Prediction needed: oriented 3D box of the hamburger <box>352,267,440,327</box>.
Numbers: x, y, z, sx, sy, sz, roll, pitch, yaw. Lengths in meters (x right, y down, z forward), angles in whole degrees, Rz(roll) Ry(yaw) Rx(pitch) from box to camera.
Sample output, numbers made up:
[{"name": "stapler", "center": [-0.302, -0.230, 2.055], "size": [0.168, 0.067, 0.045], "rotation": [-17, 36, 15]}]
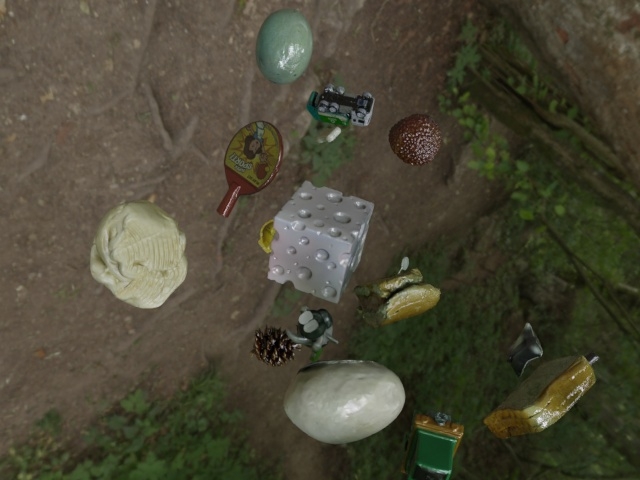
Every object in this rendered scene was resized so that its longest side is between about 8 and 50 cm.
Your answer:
[{"name": "hamburger", "center": [0.223, 0.159, 1.469], "size": [0.211, 0.132, 0.309], "rotation": [-14, 173, -13]}]

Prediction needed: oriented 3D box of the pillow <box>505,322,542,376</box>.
[{"name": "pillow", "center": [0.524, 0.283, 1.324], "size": [0.135, 0.055, 0.091], "rotation": [109, 5, -45]}]

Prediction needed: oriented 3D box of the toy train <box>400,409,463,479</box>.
[{"name": "toy train", "center": [0.390, 0.776, 1.831], "size": [0.178, 0.249, 0.429], "rotation": [12, 128, 10]}]

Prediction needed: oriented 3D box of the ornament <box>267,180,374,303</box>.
[{"name": "ornament", "center": [0.000, 0.000, 1.575], "size": [0.239, 0.240, 0.240], "rotation": [-58, 163, -51]}]

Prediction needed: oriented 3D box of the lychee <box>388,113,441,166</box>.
[{"name": "lychee", "center": [0.222, -0.235, 1.197], "size": [0.123, 0.129, 0.123], "rotation": [0, 134, 0]}]

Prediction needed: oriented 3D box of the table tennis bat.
[{"name": "table tennis bat", "center": [-0.294, -0.280, 2.040], "size": [0.414, 0.268, 0.051], "rotation": [-59, 152, 10]}]

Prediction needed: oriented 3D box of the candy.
[{"name": "candy", "center": [0.056, 0.395, 1.246], "size": [0.295, 0.185, 0.295], "rotation": [0, 150, 0]}]

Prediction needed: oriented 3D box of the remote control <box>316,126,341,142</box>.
[{"name": "remote control", "center": [0.032, -0.421, 2.055], "size": [0.074, 0.122, 0.032], "rotation": [-47, 115, -13]}]

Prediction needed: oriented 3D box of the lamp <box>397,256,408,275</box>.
[{"name": "lamp", "center": [0.287, 0.129, 1.844], "size": [0.198, 0.056, 0.050], "rotation": [-48, 134, -40]}]

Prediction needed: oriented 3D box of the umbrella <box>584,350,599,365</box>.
[{"name": "umbrella", "center": [0.777, 0.477, 1.687], "size": [0.340, 0.118, 0.118], "rotation": [-34, 153, -6]}]

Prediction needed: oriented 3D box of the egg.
[{"name": "egg", "center": [-0.107, -0.576, 1.523], "size": [0.169, 0.236, 0.169], "rotation": [6, 165, 2]}]

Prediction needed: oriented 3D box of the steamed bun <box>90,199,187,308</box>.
[{"name": "steamed bun", "center": [-0.536, 0.023, 1.495], "size": [0.276, 0.203, 0.289], "rotation": [-49, 135, -6]}]

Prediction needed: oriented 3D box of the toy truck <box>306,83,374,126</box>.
[{"name": "toy truck", "center": [0.076, -0.514, 1.978], "size": [0.253, 0.114, 0.124], "rotation": [14, 156, 9]}]

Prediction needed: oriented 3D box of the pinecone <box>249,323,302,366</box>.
[{"name": "pinecone", "center": [-0.188, 0.454, 2.189], "size": [0.212, 0.185, 0.168], "rotation": [11, 101, -10]}]

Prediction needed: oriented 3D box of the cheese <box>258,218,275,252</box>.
[{"name": "cheese", "center": [-0.149, -0.029, 2.206], "size": [0.270, 0.177, 0.069], "rotation": [-34, 169, -35]}]

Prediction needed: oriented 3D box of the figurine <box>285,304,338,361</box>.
[{"name": "figurine", "center": [-0.020, 0.243, 1.414], "size": [0.126, 0.147, 0.192], "rotation": [-41, 160, -4]}]

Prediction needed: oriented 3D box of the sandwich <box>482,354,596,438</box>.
[{"name": "sandwich", "center": [0.567, 0.402, 1.332], "size": [0.251, 0.087, 0.226], "rotation": [-31, 170, -24]}]
